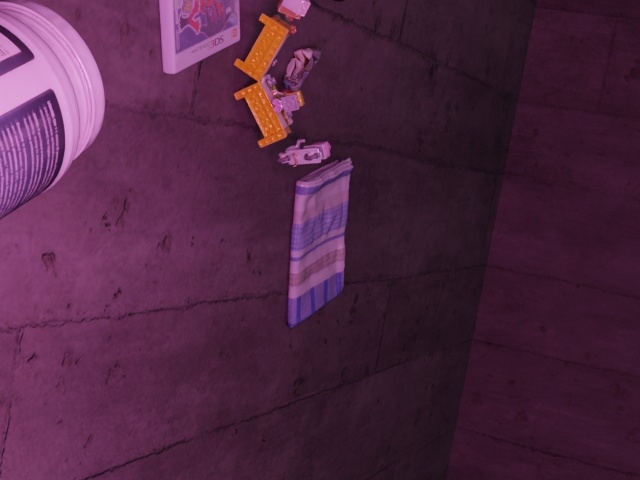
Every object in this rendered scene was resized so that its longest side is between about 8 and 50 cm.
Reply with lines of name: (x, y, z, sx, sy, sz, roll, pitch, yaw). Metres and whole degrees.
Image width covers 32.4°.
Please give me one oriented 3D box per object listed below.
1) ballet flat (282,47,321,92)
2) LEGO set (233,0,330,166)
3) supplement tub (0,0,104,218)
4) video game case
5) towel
ballet flat: (-0.032, -0.292, 1.818, 0.041, 0.041, 0.114, 76, 33, -47)
LEGO set: (-0.055, -0.259, 1.680, 0.107, 0.132, 0.287, -53, 142, -62)
supplement tub: (-0.338, -0.097, 0.980, 0.272, 0.191, 0.191, -46, 142, -52)
video game case: (-0.162, -0.347, 1.496, 0.183, 0.023, 0.201, -43, 139, -54)
towel: (0.000, 0.000, 2.047, 0.209, 0.034, 0.285, -31, 129, -60)
